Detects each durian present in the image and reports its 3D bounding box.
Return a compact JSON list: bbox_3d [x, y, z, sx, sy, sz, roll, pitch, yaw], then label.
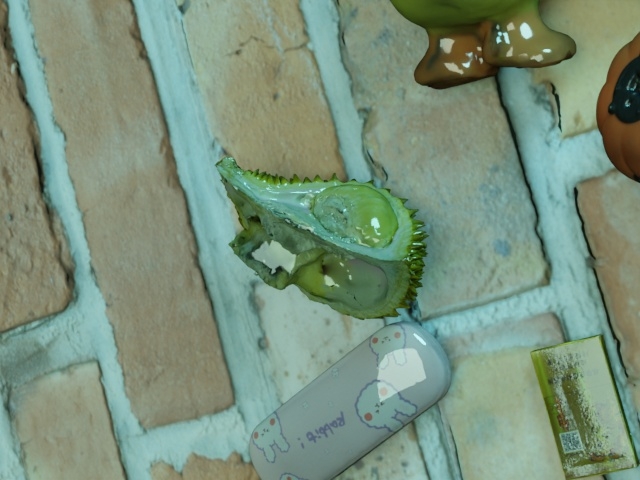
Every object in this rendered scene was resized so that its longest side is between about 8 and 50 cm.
[{"bbox_3d":[0.000,0.000,1.394,0.306,0.166,0.172,32,108,22],"label":"durian"}]

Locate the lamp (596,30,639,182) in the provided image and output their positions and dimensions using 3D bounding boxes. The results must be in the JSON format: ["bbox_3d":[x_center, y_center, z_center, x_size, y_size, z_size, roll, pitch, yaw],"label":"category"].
[{"bbox_3d":[0.387,-0.136,1.199,0.187,0.164,0.187,-41,43,54],"label":"lamp"}]

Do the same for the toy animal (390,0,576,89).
[{"bbox_3d":[0.151,-0.343,1.286,0.216,0.191,0.338,-9,92,38],"label":"toy animal"}]

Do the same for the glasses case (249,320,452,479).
[{"bbox_3d":[0.033,0.214,1.437,0.297,0.075,0.113,-41,78,22],"label":"glasses case"}]

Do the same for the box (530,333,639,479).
[{"bbox_3d":[0.304,0.193,1.335,0.089,0.022,0.156,-19,84,27],"label":"box"}]
